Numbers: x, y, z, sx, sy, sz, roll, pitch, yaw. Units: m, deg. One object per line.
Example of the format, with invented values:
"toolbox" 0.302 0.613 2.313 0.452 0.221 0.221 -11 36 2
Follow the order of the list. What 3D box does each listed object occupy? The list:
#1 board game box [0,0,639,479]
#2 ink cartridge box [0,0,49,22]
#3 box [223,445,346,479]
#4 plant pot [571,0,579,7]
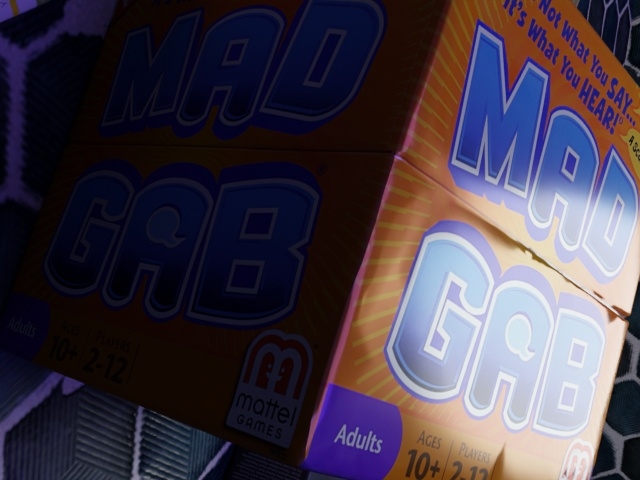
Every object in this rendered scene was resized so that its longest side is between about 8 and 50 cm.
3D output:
"board game box" 0.024 -0.007 0.700 0.356 0.356 0.356 28 76 -45
"ink cartridge box" -0.289 -0.176 0.436 0.255 0.097 0.189 -47 138 -44
"box" -0.031 0.295 1.029 0.207 0.108 0.153 -67 148 -19
"plant pot" 0.136 -0.318 0.860 0.323 0.280 0.323 21 90 -76
